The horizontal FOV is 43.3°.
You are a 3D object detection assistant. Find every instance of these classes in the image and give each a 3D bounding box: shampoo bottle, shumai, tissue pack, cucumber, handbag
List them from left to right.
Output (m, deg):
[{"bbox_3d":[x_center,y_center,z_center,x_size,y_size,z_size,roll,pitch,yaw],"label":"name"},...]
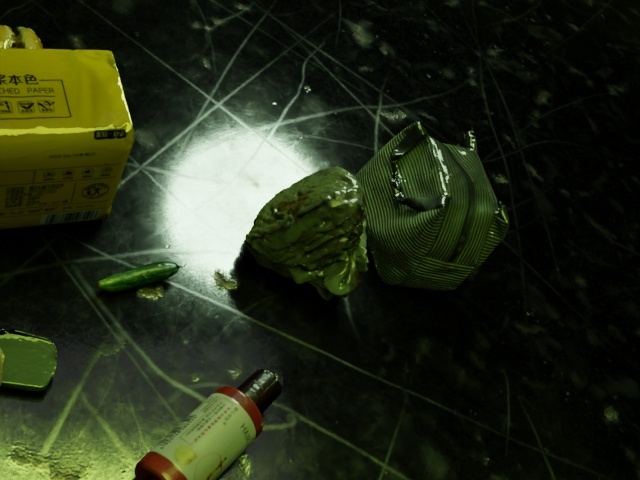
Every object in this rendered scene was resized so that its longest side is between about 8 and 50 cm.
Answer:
[{"bbox_3d":[-0.542,-0.166,1.365,0.381,0.293,0.228,-8,64,-30],"label":"tissue pack"},{"bbox_3d":[-0.324,0.064,1.461,0.167,0.039,0.039,-15,63,-31],"label":"cucumber"},{"bbox_3d":[-0.167,0.310,1.306,0.104,0.104,0.278,42,49,9],"label":"shampoo bottle"},{"bbox_3d":[-0.001,-0.001,1.579,0.218,0.255,0.189,57,18,-16],"label":"shumai"},{"bbox_3d":[0.235,-0.081,1.709,0.247,0.240,0.341,6,52,-27],"label":"handbag"}]

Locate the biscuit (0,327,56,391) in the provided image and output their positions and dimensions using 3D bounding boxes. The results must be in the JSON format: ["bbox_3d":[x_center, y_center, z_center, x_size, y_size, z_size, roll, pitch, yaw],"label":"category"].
[{"bbox_3d":[-0.578,0.169,1.260,0.322,0.038,0.099,14,54,-17],"label":"biscuit"}]

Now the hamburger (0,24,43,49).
[{"bbox_3d":[-0.592,-0.319,1.536,0.117,0.182,0.191,7,9,-35],"label":"hamburger"}]

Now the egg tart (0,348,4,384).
[{"bbox_3d":[-0.578,0.211,1.171,0.231,0.098,0.252,-7,74,-19],"label":"egg tart"}]
